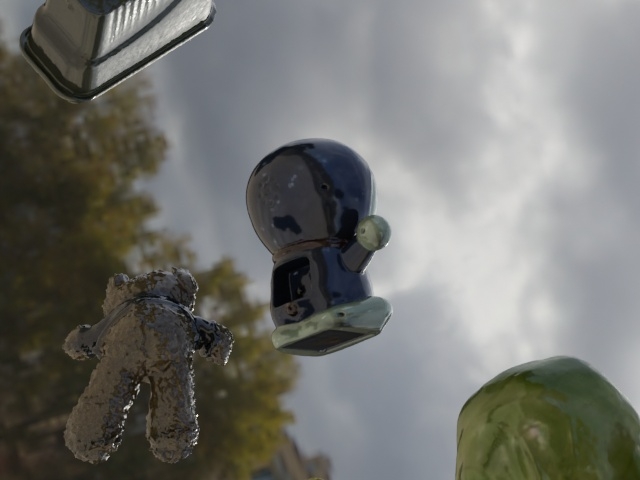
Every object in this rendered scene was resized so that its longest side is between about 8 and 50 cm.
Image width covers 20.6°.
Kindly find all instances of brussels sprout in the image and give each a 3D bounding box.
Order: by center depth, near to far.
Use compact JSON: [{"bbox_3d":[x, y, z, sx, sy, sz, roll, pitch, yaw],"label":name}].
[{"bbox_3d":[0.334,0.321,2.507,0.247,0.328,0.328,-157,-126,-80],"label":"brussels sprout"}]

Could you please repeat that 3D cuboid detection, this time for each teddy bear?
[{"bbox_3d":[-0.183,0.118,1.878,0.251,0.182,0.129,-92,-166,-45],"label":"teddy bear"}]

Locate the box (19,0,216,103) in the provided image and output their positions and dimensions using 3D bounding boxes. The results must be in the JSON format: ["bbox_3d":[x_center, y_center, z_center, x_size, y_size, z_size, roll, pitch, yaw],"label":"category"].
[{"bbox_3d":[-0.253,-0.318,2.280,0.138,0.274,0.178,47,-29,12],"label":"box"}]

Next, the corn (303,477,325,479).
[{"bbox_3d":[-0.005,0.341,1.901,0.063,0.085,0.165,-174,-109,-83],"label":"corn"}]

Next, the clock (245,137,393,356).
[{"bbox_3d":[0.000,0.000,2.013,0.200,0.146,0.243,-23,-110,44],"label":"clock"}]
